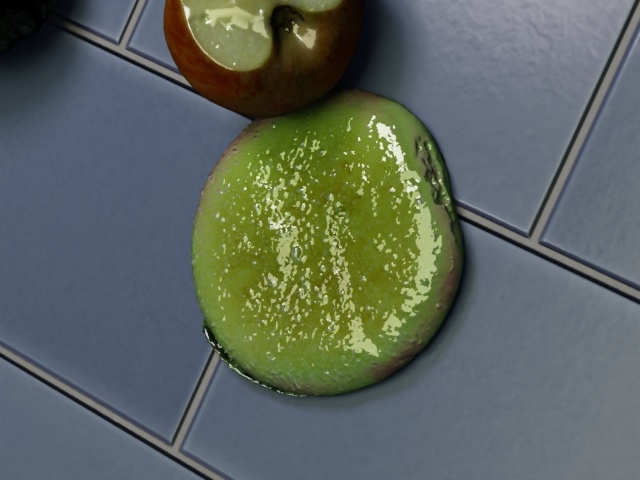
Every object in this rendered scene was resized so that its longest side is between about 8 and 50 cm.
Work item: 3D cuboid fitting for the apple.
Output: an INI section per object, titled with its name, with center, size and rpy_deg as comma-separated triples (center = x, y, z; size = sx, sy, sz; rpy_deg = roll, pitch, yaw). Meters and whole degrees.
[apple]
center = -0.050, -0.205, 1.750
size = 0.195, 0.160, 0.173
rpy_deg = -44, 59, -12

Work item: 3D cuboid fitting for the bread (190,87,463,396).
[bread]
center = -0.005, 0.000, 1.769
size = 0.301, 0.045, 0.301
rpy_deg = -5, 79, 28

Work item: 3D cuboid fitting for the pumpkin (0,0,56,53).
[pumpkin]
center = -0.370, -0.287, 1.924
size = 0.220, 0.162, 0.220
rpy_deg = -4, 69, 11
